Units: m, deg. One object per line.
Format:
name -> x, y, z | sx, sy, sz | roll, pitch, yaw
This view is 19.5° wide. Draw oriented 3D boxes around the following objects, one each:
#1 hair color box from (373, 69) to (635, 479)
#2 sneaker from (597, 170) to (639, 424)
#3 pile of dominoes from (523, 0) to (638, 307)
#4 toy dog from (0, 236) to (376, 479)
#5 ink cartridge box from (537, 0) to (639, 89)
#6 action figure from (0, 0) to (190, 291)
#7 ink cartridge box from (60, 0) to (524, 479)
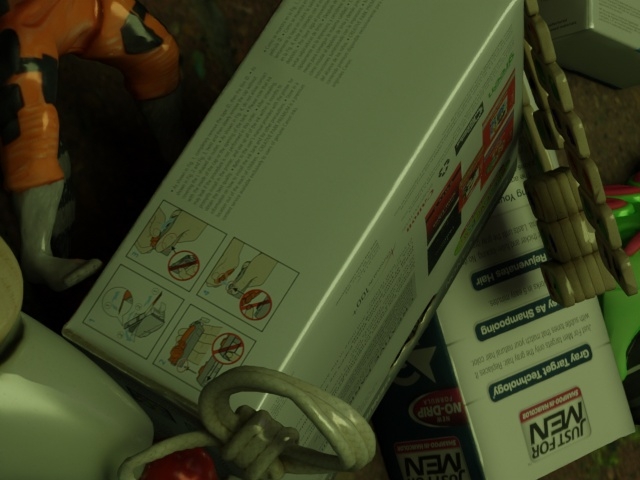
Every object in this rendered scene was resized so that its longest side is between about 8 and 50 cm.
hair color box -> 0.099, 0.007, 1.381 | 0.174, 0.105, 0.347 | -18, 92, -41
sneaker -> 0.354, 0.022, 1.609 | 0.483, 0.185, 0.202 | -21, 114, -42
pile of dominoes -> 0.141, -0.078, 1.275 | 0.040, 0.196, 0.251 | -20, 95, -1
toy dog -> -0.149, 0.131, 0.965 | 0.334, 0.220, 0.161 | 25, 57, 10
ink cartridge box -> 0.245, -0.242, 1.601 | 0.140, 0.082, 0.190 | 15, 68, -41
action figure -> -0.222, -0.123, 1.086 | 0.341, 0.178, 0.330 | -39, 100, -39
ink cartridge box -> 0.000, 0.000, 1.170 | 0.309, 0.130, 0.272 | -58, 164, -15
